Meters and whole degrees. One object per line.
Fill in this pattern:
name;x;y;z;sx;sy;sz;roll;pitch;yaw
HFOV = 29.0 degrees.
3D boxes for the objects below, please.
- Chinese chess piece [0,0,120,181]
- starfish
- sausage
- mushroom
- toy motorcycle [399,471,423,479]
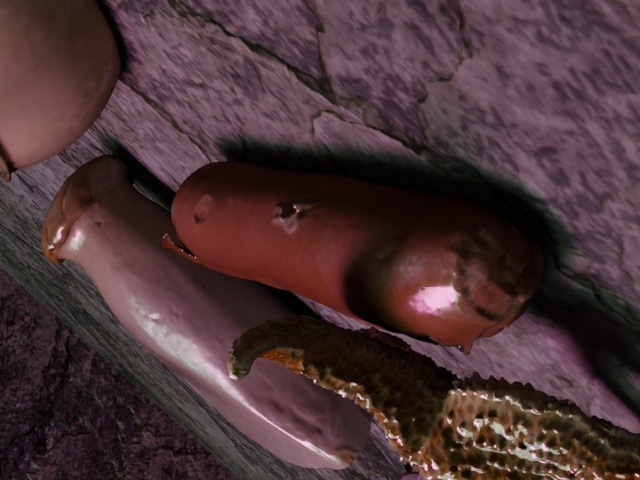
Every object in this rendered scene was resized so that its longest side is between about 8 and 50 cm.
Chinese chess piece;-0.318;-0.204;1.006;0.338;0.140;0.338;41;165;13
starfish;0.117;0.124;0.758;0.293;0.084;0.301;19;174;15
sausage;0.000;0.000;0.846;0.419;0.094;0.094;15;107;60
mushroom;-0.112;0.084;1.265;0.407;0.137;0.154;43;176;10
toy motorcycle;0.139;0.253;1.194;0.112;0.112;0.254;43;165;1
